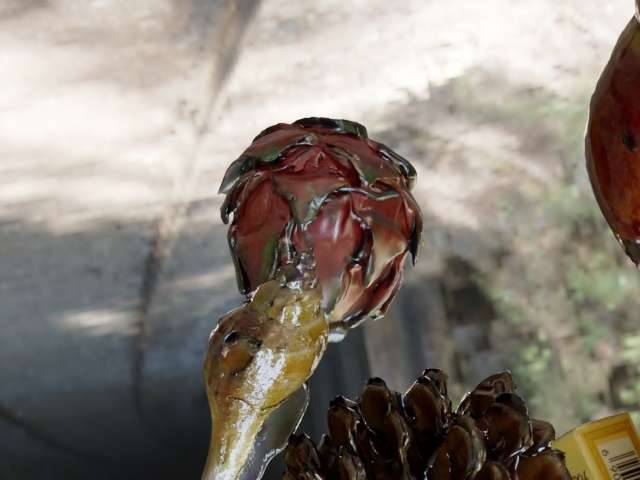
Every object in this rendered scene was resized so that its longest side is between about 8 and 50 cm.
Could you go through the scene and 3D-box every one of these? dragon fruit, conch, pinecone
[{"bbox_3d":[0.001,-0.009,1.500,0.182,0.188,0.182,-9,-177,0],"label":"dragon fruit"},{"bbox_3d":[-0.049,0.102,1.276,0.086,0.080,0.232,-24,149,-39],"label":"conch"},{"bbox_3d":[0.063,0.193,1.246,0.221,0.221,0.221,-11,172,-1],"label":"pinecone"}]

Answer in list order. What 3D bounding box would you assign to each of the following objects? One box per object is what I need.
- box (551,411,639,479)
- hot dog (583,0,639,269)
[{"bbox_3d":[0.211,0.291,1.370,0.076,0.274,0.174,-10,160,-43],"label":"box"},{"bbox_3d":[0.375,-0.073,1.292,0.196,0.365,0.367,-35,158,-47],"label":"hot dog"}]
